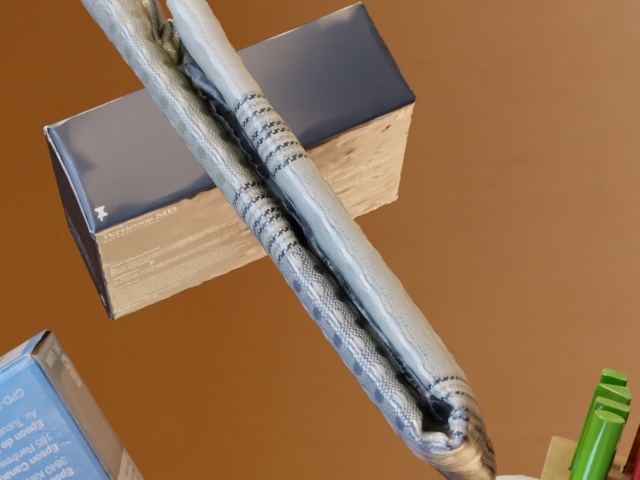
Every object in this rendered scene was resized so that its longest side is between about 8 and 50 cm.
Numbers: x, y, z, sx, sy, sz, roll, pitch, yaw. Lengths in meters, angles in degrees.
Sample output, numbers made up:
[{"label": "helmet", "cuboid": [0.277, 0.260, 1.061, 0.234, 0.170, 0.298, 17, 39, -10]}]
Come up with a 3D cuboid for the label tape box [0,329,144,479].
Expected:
[{"label": "label tape box", "cuboid": [-0.176, 0.257, 0.968, 0.333, 0.241, 0.106, 60, 178, -7]}]

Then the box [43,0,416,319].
[{"label": "box", "cuboid": [-0.068, -0.058, 1.312, 0.184, 0.261, 0.103, 100, 146, -69]}]

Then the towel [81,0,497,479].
[{"label": "towel", "cuboid": [0.000, 0.000, 0.965, 0.324, 0.056, 0.312, 53, 180, 16]}]

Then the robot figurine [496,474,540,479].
[{"label": "robot figurine", "cuboid": [0.165, 0.348, 1.545, 0.199, 0.300, 0.353, -64, -9, 23]}]

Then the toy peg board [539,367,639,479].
[{"label": "toy peg board", "cuboid": [0.230, 0.152, 1.100, 0.161, 0.161, 0.079, -40, -33, -74]}]
